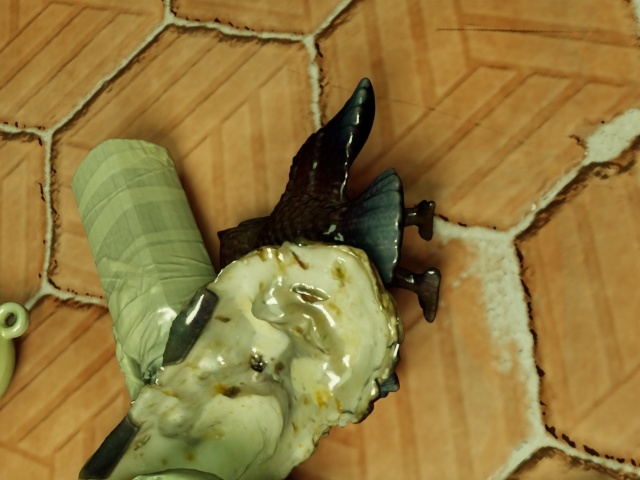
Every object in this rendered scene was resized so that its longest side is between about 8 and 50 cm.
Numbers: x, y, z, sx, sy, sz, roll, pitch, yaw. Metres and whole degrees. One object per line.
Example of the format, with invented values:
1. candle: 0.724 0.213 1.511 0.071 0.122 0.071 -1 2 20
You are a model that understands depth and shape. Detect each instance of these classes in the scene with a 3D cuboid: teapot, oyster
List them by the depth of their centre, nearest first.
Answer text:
1. oyster: -0.075 0.118 0.760 0.128 0.078 0.345 42 118 -5
2. teapot: -0.134 0.031 0.859 0.107 0.077 0.200 -45 54 32

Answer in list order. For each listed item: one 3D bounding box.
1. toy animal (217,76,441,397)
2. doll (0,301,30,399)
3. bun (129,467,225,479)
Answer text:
1. toy animal: -0.007 0.001 0.782 0.179 0.116 0.218 -6 83 25
2. doll: -0.358 0.133 0.895 0.296 0.117 0.141 -37 62 8
3. bun: -0.090 0.240 0.685 0.195 0.118 0.195 -14 56 21
